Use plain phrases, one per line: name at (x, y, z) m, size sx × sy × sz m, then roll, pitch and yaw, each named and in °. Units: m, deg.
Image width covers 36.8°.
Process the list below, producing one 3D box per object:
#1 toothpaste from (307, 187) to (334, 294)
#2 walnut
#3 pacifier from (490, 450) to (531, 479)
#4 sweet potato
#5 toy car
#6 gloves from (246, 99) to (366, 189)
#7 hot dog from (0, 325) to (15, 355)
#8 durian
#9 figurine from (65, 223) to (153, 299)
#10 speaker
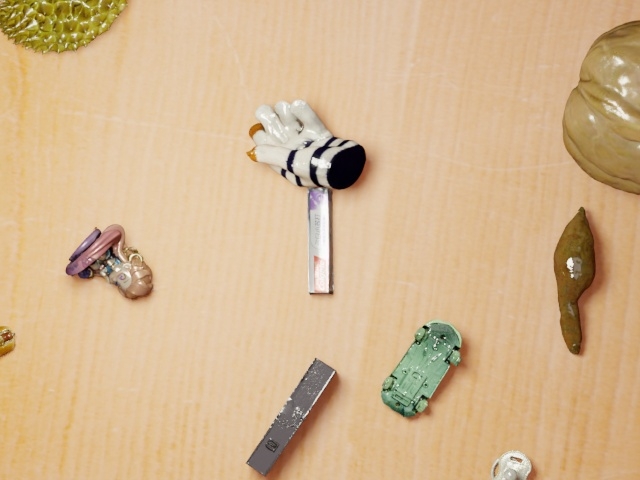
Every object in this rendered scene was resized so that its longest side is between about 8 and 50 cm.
toothpaste at (0.000, 0.000, 1.751) m, size 0.047 × 0.040 × 0.196 m, roll -1°, pitch 81°, yaw 2°
walnut at (0.564, -0.225, 1.668) m, size 0.285 × 0.285 × 0.296 m, roll 24°, pitch 123°, yaw 4°
pacifier at (0.328, 0.405, 1.672) m, size 0.068 × 0.064 × 0.083 m, roll 14°, pitch 80°, yaw 20°
sweet potato at (0.453, 0.068, 1.722) m, size 0.075 × 0.075 × 0.269 m, roll 5°, pitch 85°, yaw 1°
toy car at (0.182, 0.225, 1.704) m, size 0.093 × 0.058 × 0.186 m, roll 33°, pitch 94°, yaw 5°
gloves at (-0.035, -0.165, 1.746) m, size 0.219 × 0.131 × 0.140 m, roll 21°, pitch 70°, yaw 39°
hot dog at (-0.607, 0.194, 1.721) m, size 0.133 × 0.041 × 0.056 m, roll -23°, pitch 81°, yaw -3°
durian at (-0.457, -0.461, 1.789) m, size 0.306 × 0.166 × 0.172 m, roll -45°, pitch 113°, yaw -1°
figurine at (-0.366, 0.037, 1.721) m, size 0.157 × 0.126 × 0.114 m, roll 23°, pitch 38°, yaw -20°
speaker at (-0.051, 0.306, 1.682) m, size 0.044 × 0.082 × 0.218 m, roll 34°, pitch 84°, yaw 5°
